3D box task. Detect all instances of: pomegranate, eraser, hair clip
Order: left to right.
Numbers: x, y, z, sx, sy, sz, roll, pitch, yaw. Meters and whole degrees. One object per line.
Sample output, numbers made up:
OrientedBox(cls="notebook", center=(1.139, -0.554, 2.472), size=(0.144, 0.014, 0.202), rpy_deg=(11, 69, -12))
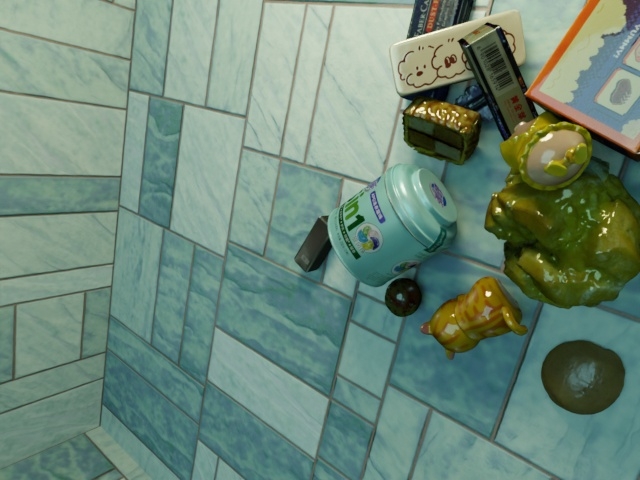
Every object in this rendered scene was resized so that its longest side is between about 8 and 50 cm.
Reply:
OrientedBox(cls="pomegranate", center=(0.257, 0.178, 1.437), size=(0.130, 0.130, 0.131), rpy_deg=(5, 98, 36))
OrientedBox(cls="eraser", center=(0.325, -0.574, 1.306), size=(0.154, 0.101, 0.333), rpy_deg=(22, 107, 32))
OrientedBox(cls="hair clip", center=(0.454, -0.392, 1.269), size=(0.195, 0.052, 0.124), rpy_deg=(-36, 68, 39))

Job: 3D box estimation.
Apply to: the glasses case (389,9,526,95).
OrientedBox(cls="glasses case", center=(0.359, -0.494, 1.204), size=(0.335, 0.076, 0.144), rpy_deg=(-11, 101, 15))

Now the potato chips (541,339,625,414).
OrientedBox(cls="potato chips", center=(0.684, 0.365, 1.181), size=(0.208, 0.061, 0.196), rpy_deg=(-32, 74, 37))

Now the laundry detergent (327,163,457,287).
OrientedBox(cls="laundry detergent", center=(0.225, -0.054, 1.330), size=(0.305, 0.287, 0.288), rpy_deg=(-36, 75, 34))

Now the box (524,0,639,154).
OrientedBox(cls="box", center=(0.662, -0.359, 0.932), size=(0.256, 0.348, 0.319), rpy_deg=(40, 116, 26))

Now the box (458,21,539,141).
OrientedBox(cls="box", center=(0.440, -0.358, 1.086), size=(0.084, 0.198, 0.310), rpy_deg=(-26, 109, 22))

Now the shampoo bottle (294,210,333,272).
OrientedBox(cls="shampoo bottle", center=(0.000, 0.000, 1.628), size=(0.080, 0.079, 0.246), rpy_deg=(44, 118, 23))

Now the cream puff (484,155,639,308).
OrientedBox(cls="cream puff", center=(0.535, -0.022, 1.060), size=(0.275, 0.378, 0.379), rpy_deg=(5, 100, -1))

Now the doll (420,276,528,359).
OrientedBox(cls="doll", center=(0.440, 0.221, 1.286), size=(0.167, 0.162, 0.269), rpy_deg=(51, 133, 3))

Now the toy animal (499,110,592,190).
OrientedBox(cls="toy animal", center=(0.465, -0.182, 0.926), size=(0.155, 0.230, 0.156), rpy_deg=(3, 112, 8))

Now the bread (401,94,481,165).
OrientedBox(cls="bread", center=(0.345, -0.314, 1.285), size=(0.222, 0.181, 0.096), rpy_deg=(28, 74, 28))
